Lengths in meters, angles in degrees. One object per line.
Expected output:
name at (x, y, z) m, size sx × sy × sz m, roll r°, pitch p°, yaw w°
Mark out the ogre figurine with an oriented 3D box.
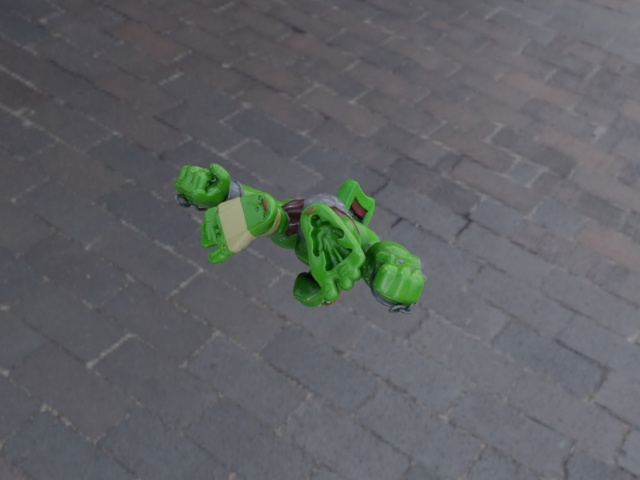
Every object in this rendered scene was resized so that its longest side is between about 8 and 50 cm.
ogre figurine at (0.000, 0.000, 0.635) m, size 0.197 × 0.097 × 0.118 m, roll 3°, pitch -5°, yaw 28°
